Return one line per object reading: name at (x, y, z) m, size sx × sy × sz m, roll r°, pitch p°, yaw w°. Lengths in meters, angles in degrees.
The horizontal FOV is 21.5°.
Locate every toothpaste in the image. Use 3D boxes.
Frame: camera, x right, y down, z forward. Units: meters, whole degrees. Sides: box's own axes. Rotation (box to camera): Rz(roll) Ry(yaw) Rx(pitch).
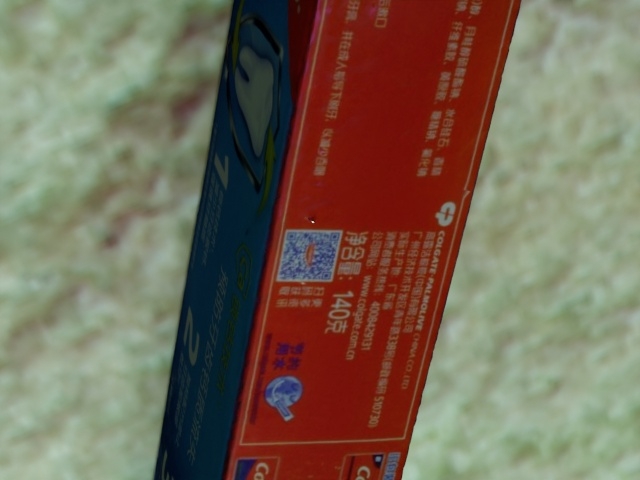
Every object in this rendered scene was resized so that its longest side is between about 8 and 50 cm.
toothpaste at (0.000, 0.000, 0.521) m, size 0.066 × 0.076 × 0.320 m, roll 2°, pitch 120°, yaw -20°
